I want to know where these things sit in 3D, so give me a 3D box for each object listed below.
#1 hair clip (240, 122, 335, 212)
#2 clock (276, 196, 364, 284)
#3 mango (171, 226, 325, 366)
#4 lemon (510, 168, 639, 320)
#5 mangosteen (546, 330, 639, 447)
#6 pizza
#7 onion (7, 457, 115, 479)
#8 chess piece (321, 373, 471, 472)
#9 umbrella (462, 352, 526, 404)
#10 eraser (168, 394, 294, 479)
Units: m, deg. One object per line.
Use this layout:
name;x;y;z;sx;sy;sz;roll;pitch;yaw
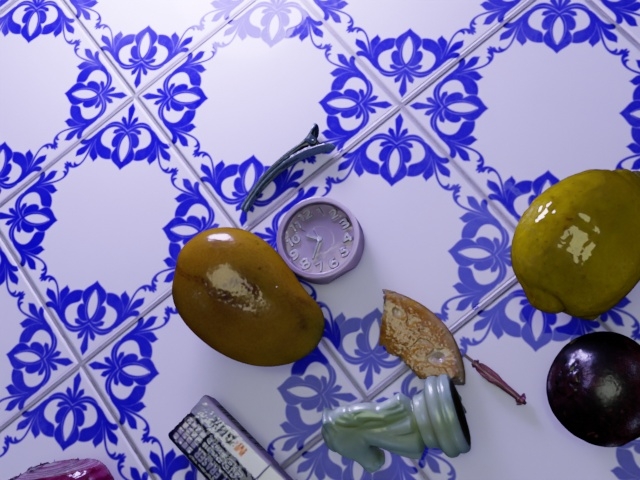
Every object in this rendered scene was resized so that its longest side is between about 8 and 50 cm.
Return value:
hair clip;-0.093;-0.170;1.933;0.275;0.048;0.083;-39;72;6
clock;0.000;0.000;1.848;0.197;0.068;0.196;-3;74;12
mango;-0.165;0.133;1.772;0.378;0.221;0.263;35;91;11
lemon;0.537;0.001;1.623;0.286;0.285;0.316;11;98;15
mangosteen;0.582;0.299;1.578;0.266;0.228;0.228;17;76;-25
pizza;0.217;0.218;1.747;0.271;0.056;0.134;39;84;15
onion;-0.563;0.604;1.734;0.231;0.272;0.256;10;111;4
chess piece;0.153;0.395;1.661;0.298;0.176;0.175;-17;72;12
umbrella;0.373;0.297;1.706;0.165;0.027;0.025;39;131;17
eraser;-0.191;0.485;1.751;0.287;0.086;0.130;40;87;19
